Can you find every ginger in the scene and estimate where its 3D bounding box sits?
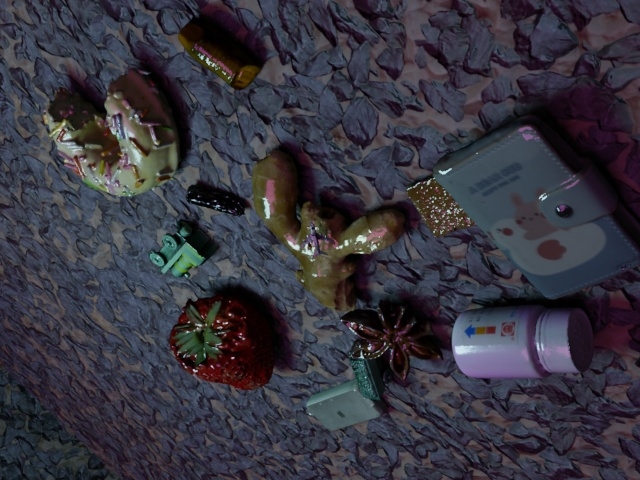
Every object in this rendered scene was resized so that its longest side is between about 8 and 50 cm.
[{"bbox_3d":[-0.018,0.003,1.664,0.363,0.122,0.348,22,127,5],"label":"ginger"}]

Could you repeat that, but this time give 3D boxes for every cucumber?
[{"bbox_3d":[-0.262,-0.096,1.812,0.182,0.053,0.053,19,134,20],"label":"cucumber"}]

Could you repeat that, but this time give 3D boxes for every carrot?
[{"bbox_3d":[-0.211,-0.383,1.505,0.173,0.082,0.082,40,139,6],"label":"carrot"}]

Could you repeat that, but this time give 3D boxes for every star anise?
[{"bbox_3d":[0.168,0.229,1.725,0.214,0.099,0.220,-18,117,26],"label":"star anise"}]

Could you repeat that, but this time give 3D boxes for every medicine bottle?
[{"bbox_3d":[0.411,0.207,1.496,0.255,0.152,0.152,-9,119,40],"label":"medicine bottle"}]

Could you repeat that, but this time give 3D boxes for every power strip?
[{"bbox_3d":[0.067,0.462,2.045,0.118,0.046,0.270,47,137,-10],"label":"power strip"}]

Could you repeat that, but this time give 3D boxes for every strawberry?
[{"bbox_3d":[-0.261,0.281,2.016,0.261,0.261,0.258,7,166,32],"label":"strawberry"}]

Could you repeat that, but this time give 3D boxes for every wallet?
[{"bbox_3d":[0.399,-0.059,1.318,0.360,0.083,0.252,44,136,-15],"label":"wallet"}]

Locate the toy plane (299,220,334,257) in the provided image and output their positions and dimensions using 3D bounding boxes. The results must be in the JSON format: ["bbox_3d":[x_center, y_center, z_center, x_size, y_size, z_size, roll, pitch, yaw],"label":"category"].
[{"bbox_3d":[-0.010,-0.002,1.580,0.078,0.024,0.084,-10,118,12],"label":"toy plane"}]

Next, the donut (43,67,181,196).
[{"bbox_3d":[-0.500,-0.245,1.783,0.371,0.150,0.307,-2,123,37],"label":"donut"}]

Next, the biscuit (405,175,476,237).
[{"bbox_3d":[0.287,-0.089,1.427,0.237,0.026,0.131,-21,113,43],"label":"biscuit"}]

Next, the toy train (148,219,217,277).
[{"bbox_3d":[-0.378,0.035,1.985,0.132,0.083,0.200,42,139,-6],"label":"toy train"}]

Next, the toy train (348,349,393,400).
[{"bbox_3d":[0.124,0.321,1.843,0.070,0.099,0.172,2,125,34],"label":"toy train"}]
